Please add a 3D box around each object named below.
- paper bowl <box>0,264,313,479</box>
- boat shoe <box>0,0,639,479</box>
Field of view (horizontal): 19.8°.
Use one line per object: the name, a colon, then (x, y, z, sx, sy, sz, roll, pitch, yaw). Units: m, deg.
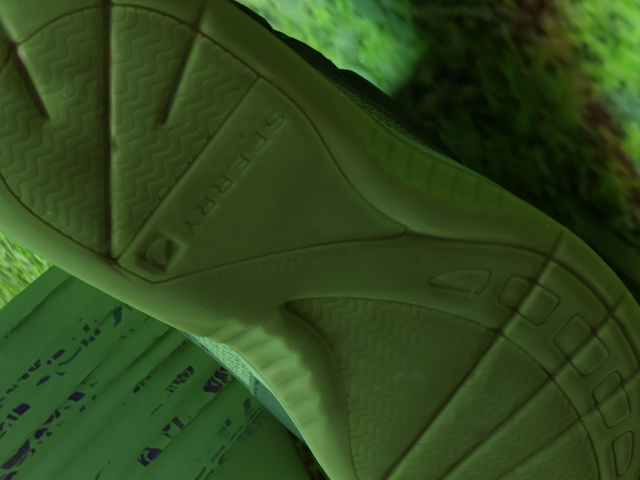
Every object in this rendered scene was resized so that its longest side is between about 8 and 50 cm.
paper bowl: (-0.105, 0.141, 0.683, 0.148, 0.284, 0.284, 40, 152, 3)
boat shoe: (0.000, 0.000, 0.523, 0.285, 0.103, 0.092, 35, -167, -35)
